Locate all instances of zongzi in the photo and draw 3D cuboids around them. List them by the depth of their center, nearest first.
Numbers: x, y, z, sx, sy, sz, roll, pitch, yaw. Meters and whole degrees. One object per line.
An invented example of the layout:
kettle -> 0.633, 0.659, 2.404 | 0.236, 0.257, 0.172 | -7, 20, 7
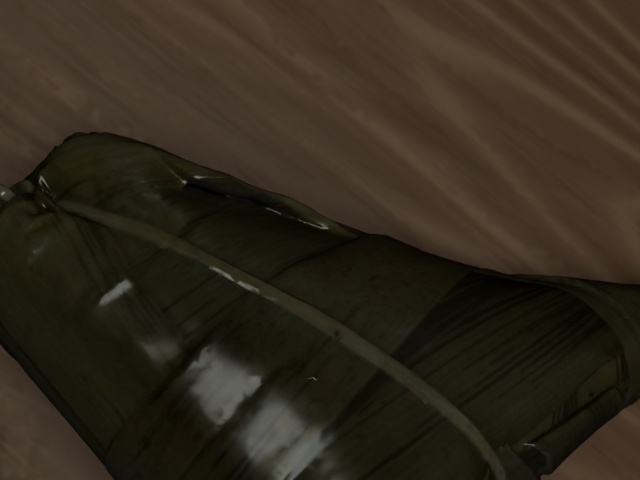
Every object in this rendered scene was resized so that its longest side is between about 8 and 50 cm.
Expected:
zongzi -> -0.007, 0.009, 1.382 | 0.500, 0.218, 0.467 | 48, 57, 7
